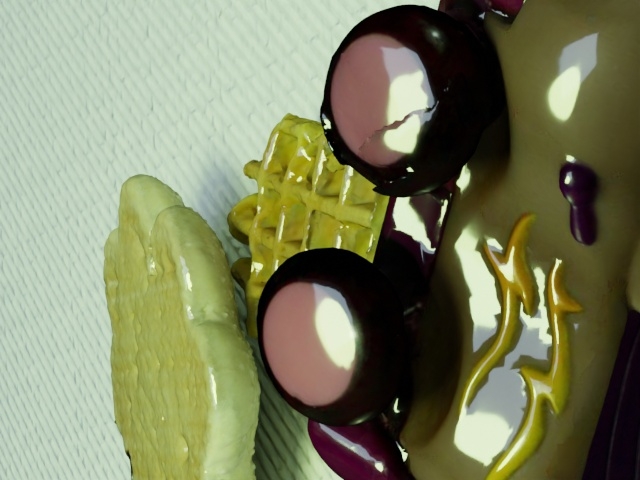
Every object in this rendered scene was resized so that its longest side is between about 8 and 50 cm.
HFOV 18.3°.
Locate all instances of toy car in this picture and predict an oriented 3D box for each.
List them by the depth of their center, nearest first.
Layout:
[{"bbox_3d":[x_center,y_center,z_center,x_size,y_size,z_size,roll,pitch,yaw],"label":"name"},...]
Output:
[{"bbox_3d":[0.152,0.003,0.867,0.240,0.271,0.340,31,119,35],"label":"toy car"}]

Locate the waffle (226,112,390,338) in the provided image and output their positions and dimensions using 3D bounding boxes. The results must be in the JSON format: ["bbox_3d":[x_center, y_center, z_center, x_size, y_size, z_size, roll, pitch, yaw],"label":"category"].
[{"bbox_3d":[0.000,0.000,1.293,0.211,0.055,0.160,28,112,60],"label":"waffle"}]

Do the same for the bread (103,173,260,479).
[{"bbox_3d":[-0.100,0.106,1.413,0.316,0.054,0.316,174,90,-72],"label":"bread"}]
